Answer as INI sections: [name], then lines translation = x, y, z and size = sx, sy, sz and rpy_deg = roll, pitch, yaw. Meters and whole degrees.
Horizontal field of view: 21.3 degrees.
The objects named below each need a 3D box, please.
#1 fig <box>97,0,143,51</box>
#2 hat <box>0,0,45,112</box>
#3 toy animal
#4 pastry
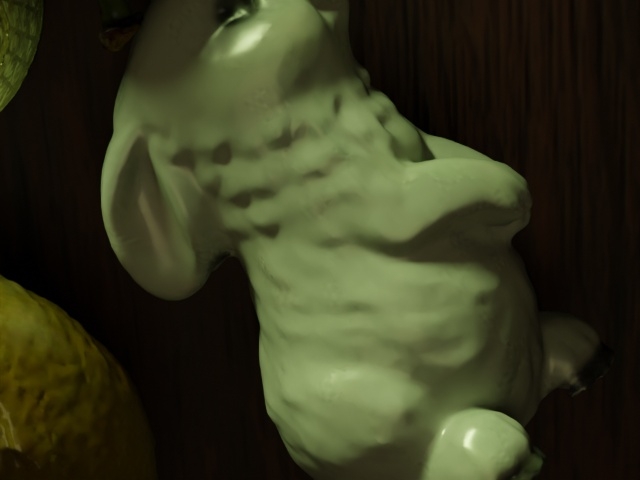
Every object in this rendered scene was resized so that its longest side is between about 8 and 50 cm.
[fig]
translation = -0.156, -0.233, 0.917
size = 0.151, 0.151, 0.259
rpy_deg = -37, 115, 12
[hat]
translation = -0.209, -0.119, 1.008
size = 0.146, 0.067, 0.146
rpy_deg = -4, 78, 21
[toy animal]
translation = 0.000, 0.000, 1.020
size = 0.258, 0.194, 0.357
rpy_deg = -35, 97, 31
[pastry]
translation = -0.266, 0.163, 1.036
size = 0.356, 0.163, 0.356
rpy_deg = -8, 131, -9
